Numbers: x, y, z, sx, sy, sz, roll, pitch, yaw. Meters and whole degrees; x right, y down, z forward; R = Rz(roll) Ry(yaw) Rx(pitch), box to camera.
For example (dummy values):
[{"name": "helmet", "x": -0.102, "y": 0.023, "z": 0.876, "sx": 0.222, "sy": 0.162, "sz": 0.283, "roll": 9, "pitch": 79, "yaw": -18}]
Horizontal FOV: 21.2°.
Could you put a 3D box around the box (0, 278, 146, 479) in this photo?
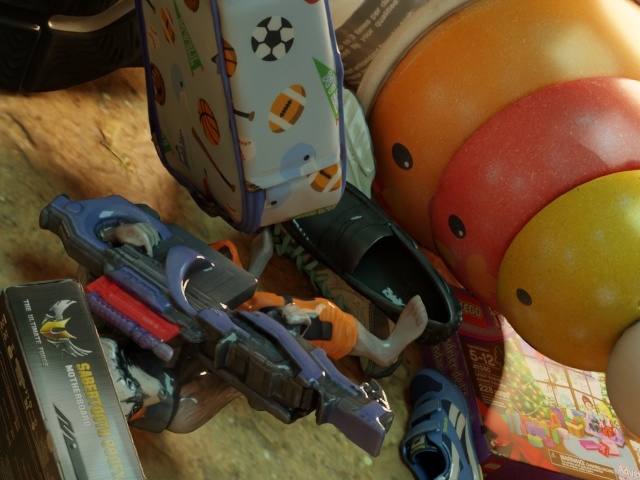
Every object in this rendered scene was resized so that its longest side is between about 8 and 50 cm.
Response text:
[{"name": "box", "x": -0.177, "y": 0.170, "z": 1.137, "sx": 0.056, "sy": 0.183, "sz": 0.231, "roll": -6, "pitch": 59, "yaw": -29}]

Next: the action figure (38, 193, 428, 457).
[{"name": "action figure", "x": -0.065, "y": 0.100, "z": 1.354, "sx": 0.341, "sy": 0.178, "sz": 0.330, "roll": 38, "pitch": 31, "yaw": 30}]

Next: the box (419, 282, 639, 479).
[{"name": "box", "x": 0.231, "y": 0.169, "z": 1.711, "sx": 0.293, "sy": 0.057, "sz": 0.201, "roll": 19, "pitch": 43, "yaw": -36}]

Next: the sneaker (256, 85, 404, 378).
[{"name": "sneaker", "x": 0.000, "y": 0.000, "z": 1.607, "sx": 0.122, "sy": 0.110, "sz": 0.283, "roll": -13, "pitch": 77, "yaw": -16}]

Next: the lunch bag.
[{"name": "lunch bag", "x": -0.081, "y": -0.162, "z": 1.411, "sx": 0.115, "sy": 0.303, "sz": 0.243, "roll": -17, "pitch": 32, "yaw": -23}]

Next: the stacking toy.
[{"name": "stacking toy", "x": 0.249, "y": -0.003, "z": 1.569, "sx": 0.351, "sy": 0.350, "sz": 0.480, "roll": 21, "pitch": 30, "yaw": -35}]

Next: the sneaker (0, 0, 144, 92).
[{"name": "sneaker", "x": -0.251, "y": -0.273, "z": 1.569, "sx": 0.448, "sy": 0.169, "sz": 0.257, "roll": 0, "pitch": 38, "yaw": -43}]

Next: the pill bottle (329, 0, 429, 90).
[{"name": "pill bottle", "x": 0.086, "y": -0.251, "z": 1.836, "sx": 0.361, "sy": 0.204, "sz": 0.204, "roll": 34, "pitch": 36, "yaw": -21}]

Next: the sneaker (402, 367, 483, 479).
[{"name": "sneaker", "x": 0.105, "y": 0.177, "z": 1.568, "sx": 0.059, "sy": 0.053, "sz": 0.144, "roll": 15, "pitch": 45, "yaw": -37}]

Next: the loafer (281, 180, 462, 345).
[{"name": "loafer", "x": 0.039, "y": 0.003, "z": 1.515, "sx": 0.223, "sy": 0.076, "sz": 0.078, "roll": 44, "pitch": -9, "yaw": 5}]
